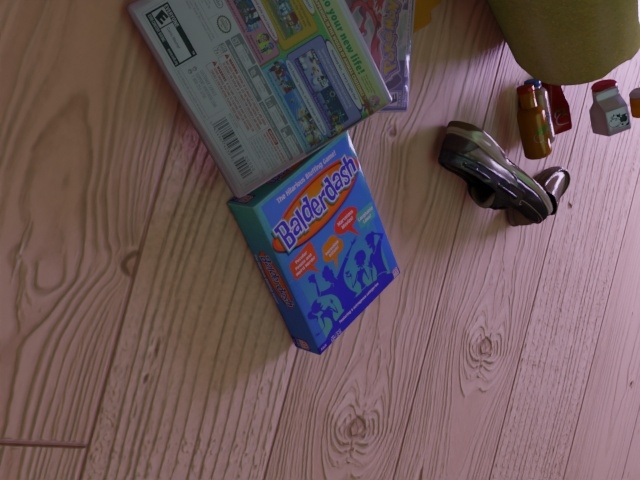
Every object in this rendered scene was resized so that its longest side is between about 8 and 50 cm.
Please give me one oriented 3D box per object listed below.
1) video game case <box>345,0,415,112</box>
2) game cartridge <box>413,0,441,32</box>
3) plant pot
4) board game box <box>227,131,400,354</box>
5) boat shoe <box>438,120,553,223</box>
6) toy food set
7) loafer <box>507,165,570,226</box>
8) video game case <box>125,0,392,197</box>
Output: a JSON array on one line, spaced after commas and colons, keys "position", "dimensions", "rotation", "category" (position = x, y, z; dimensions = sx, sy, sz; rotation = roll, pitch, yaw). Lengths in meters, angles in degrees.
[{"position": [0.037, -0.238, 0.935], "dimensions": [0.183, 0.023, 0.201], "rotation": [-9, 107, -44], "category": "video game case"}, {"position": [0.006, -0.347, 0.928], "dimensions": [0.285, 0.053, 0.323], "rotation": [-36, 125, -34], "category": "game cartridge"}, {"position": [0.312, -0.346, 1.103], "dimensions": [0.276, 0.276, 0.254], "rotation": [-58, 143, -19], "category": "plant pot"}, {"position": [0.000, 0.000, 0.994], "dimensions": [0.160, 0.047, 0.210], "rotation": [-43, 125, -30], "category": "board game box"}, {"position": [0.236, -0.078, 1.195], "dimensions": [0.223, 0.080, 0.073], "rotation": [37, 82, -35], "category": "boat shoe"}, {"position": [0.378, -0.207, 1.273], "dimensions": [0.232, 0.111, 0.104], "rotation": [-20, 109, -12], "category": "toy food set"}, {"position": [0.342, -0.063, 1.320], "dimensions": [0.148, 0.050, 0.056], "rotation": [-40, 127, -30], "category": "loafer"}, {"position": [-0.053, -0.180, 0.850], "dimensions": [0.193, 0.023, 0.212], "rotation": [-33, 112, -11], "category": "video game case"}]
